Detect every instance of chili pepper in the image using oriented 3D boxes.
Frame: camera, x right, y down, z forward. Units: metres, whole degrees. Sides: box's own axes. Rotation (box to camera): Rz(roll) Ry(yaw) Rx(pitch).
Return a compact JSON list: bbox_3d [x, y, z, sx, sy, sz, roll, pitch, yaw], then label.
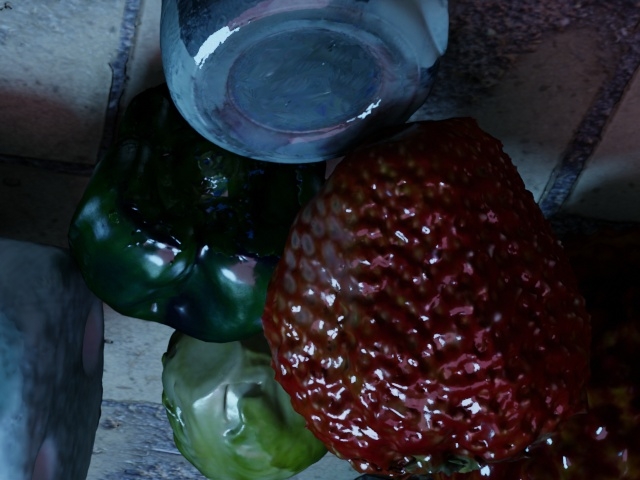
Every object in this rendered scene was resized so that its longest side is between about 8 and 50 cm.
[{"bbox_3d":[-0.116,-0.023,1.853,0.249,0.233,0.256,23,148,-5],"label":"chili pepper"}]

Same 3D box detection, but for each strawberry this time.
[{"bbox_3d":[0.101,0.055,1.719,0.312,0.267,0.351,-17,120,-11],"label":"strawberry"}]

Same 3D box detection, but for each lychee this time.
[{"bbox_3d":[0.317,0.227,2.005,0.425,0.499,0.424,11,-172,-2],"label":"lychee"}]

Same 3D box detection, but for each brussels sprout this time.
[{"bbox_3d":[-0.087,0.172,2.107,0.210,0.219,0.271,-13,159,16],"label":"brussels sprout"}]

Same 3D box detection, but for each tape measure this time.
[{"bbox_3d":[-0.015,-0.198,1.662,0.256,0.147,0.275,15,138,-25],"label":"tape measure"}]

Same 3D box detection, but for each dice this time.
[{"bbox_3d":[-0.418,0.153,1.911,0.328,0.330,0.348,7,176,7],"label":"dice"}]

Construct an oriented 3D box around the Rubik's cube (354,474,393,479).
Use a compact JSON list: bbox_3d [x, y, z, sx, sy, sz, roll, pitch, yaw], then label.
[{"bbox_3d":[0.085,0.488,2.548,0.319,0.264,0.319,-1,146,0],"label":"Rubik's cube"}]
